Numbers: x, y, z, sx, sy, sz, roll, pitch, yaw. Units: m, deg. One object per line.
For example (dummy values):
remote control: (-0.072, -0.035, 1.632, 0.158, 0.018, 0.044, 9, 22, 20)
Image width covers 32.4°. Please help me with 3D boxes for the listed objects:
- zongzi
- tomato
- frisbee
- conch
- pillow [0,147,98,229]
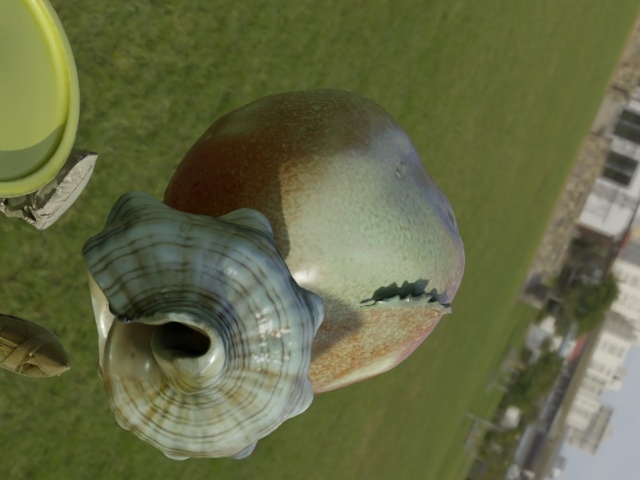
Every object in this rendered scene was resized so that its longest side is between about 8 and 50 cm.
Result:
zongzi: (-0.471, 0.152, 1.650, 0.178, 0.189, 0.081, 0, -112, 68)
tomato: (0.000, 0.000, 1.066, 0.239, 0.303, 0.303, -22, -162, 37)
frisbee: (-0.281, -0.147, 0.884, 0.236, 0.017, 0.236, 32, 51, -50)
conch: (-0.081, 0.049, 0.771, 0.169, 0.203, 0.386, -45, 178, -24)
pillow: (-0.351, -0.073, 1.410, 0.119, 0.053, 0.208, -51, -154, -13)
